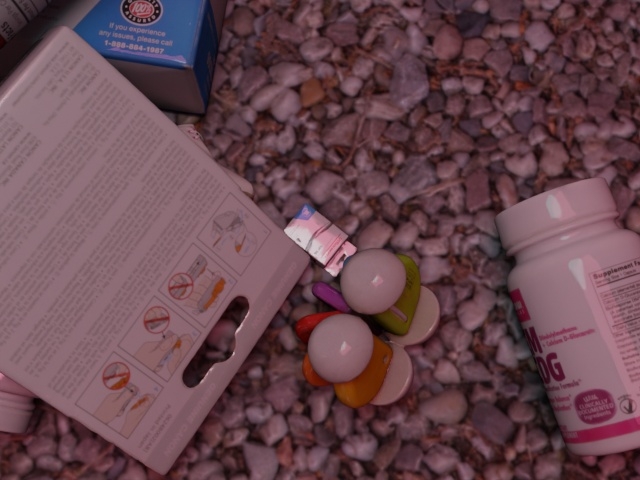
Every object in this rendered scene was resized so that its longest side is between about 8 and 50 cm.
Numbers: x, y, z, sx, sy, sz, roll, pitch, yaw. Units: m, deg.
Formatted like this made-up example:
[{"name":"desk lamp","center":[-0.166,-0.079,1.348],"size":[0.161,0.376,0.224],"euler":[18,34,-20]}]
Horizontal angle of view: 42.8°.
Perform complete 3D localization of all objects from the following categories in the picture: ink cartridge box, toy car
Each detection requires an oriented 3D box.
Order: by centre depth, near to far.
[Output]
[{"name":"ink cartridge box","center":[-0.231,0.019,0.870],"size":[0.385,0.091,0.308],"euler":[44,70,-28]},{"name":"toy car","center":[0.041,0.092,0.931],"size":[0.136,0.159,0.182],"euler":[18,76,38]},{"name":"ink cartridge box","center":[-0.247,-0.380,0.983],"size":[0.285,0.166,0.395],"euler":[9,79,1]},{"name":"ink cartridge box","center":[0.000,0.000,0.991],"size":[0.083,0.028,0.048],"euler":[38,80,4]}]

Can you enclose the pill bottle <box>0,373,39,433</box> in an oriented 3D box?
[{"name":"pill bottle","center":[-0.335,0.099,0.910],"size":[0.117,0.117,0.215],"euler":[15,78,0]}]

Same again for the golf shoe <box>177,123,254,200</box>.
[{"name":"golf shoe","center":[-0.159,-0.100,0.983],"size":[0.186,0.067,0.086],"euler":[24,78,2]}]

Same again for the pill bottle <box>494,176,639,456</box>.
[{"name":"pill bottle","center":[0.308,0.083,0.922],"size":[0.160,0.160,0.283],"euler":[-17,79,-6]}]

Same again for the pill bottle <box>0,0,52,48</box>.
[{"name":"pill bottle","center":[-0.336,-0.316,0.768],"size":[0.229,0.229,0.408],"euler":[43,82,6]}]
